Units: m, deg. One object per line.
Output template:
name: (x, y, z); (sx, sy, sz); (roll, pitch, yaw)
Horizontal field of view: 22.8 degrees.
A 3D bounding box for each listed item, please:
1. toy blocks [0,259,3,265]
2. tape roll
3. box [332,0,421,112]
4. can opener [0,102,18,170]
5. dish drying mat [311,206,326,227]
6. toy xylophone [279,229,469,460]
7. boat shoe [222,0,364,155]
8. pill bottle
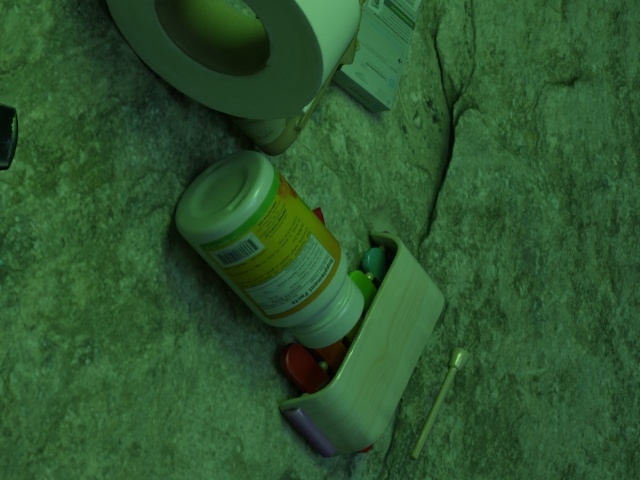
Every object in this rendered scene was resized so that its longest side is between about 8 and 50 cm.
toy blocks: (-0.384, 0.071, 1.628); (0.148, 0.054, 0.123); (-17, 99, -47)
tape roll: (-0.100, -0.270, 1.797); (0.286, 0.286, 0.100); (53, 51, -30)
box: (0.064, -0.289, 2.157); (0.145, 0.038, 0.186); (34, 62, -40)
can opener: (-0.358, -0.159, 1.679); (0.073, 0.059, 0.186); (5, 72, -20)
dish drying mat: (0.000, 0.000, 2.085); (0.032, 0.008, 0.083); (-23, 104, -45)
toy xylophone: (0.080, 0.154, 2.104); (0.322, 0.081, 0.236); (-54, 124, -36)
boat shoe: (-0.012, -0.264, 2.024); (0.110, 0.122, 0.341); (49, 64, -39)
pill bottle: (-0.053, 0.019, 1.931); (0.245, 0.136, 0.136); (49, 53, -33)
